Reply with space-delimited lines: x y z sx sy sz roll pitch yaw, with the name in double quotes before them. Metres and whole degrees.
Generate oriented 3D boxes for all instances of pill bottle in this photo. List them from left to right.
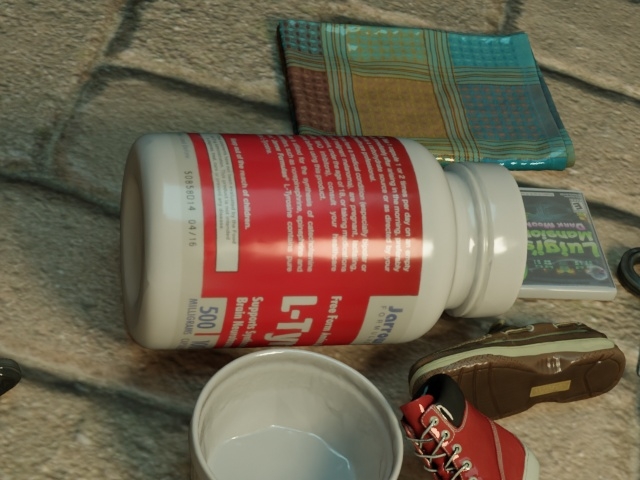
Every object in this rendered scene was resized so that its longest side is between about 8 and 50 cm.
"pill bottle" 0.000 0.000 1.479 0.407 0.229 0.229 0 48 -15

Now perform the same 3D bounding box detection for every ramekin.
"ramekin" -0.032 0.218 1.348 0.207 0.109 0.207 8 46 -8

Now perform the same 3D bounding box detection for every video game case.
"video game case" 0.253 0.000 1.692 0.190 0.022 0.173 3 47 -13

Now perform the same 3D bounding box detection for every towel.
"towel" 0.137 -0.196 1.835 0.370 0.040 0.271 2 47 -14

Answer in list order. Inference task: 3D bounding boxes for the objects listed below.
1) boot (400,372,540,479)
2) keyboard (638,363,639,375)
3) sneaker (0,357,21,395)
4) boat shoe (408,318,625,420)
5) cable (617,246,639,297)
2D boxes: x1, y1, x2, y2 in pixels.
"boot" 0.129 0.248 1.324 0.176 0.088 0.244 45 33 -24
"keyboard" 0.496 0.173 1.606 0.256 0.014 0.072 20 41 3
"sneaker" -0.362 0.179 1.338 0.170 0.051 0.089 -17 54 -23
"boat shoe" 0.203 0.135 1.516 0.257 0.095 0.095 -1 34 -24
"cable" 0.497 0.095 1.668 0.287 0.072 0.139 10 62 11
